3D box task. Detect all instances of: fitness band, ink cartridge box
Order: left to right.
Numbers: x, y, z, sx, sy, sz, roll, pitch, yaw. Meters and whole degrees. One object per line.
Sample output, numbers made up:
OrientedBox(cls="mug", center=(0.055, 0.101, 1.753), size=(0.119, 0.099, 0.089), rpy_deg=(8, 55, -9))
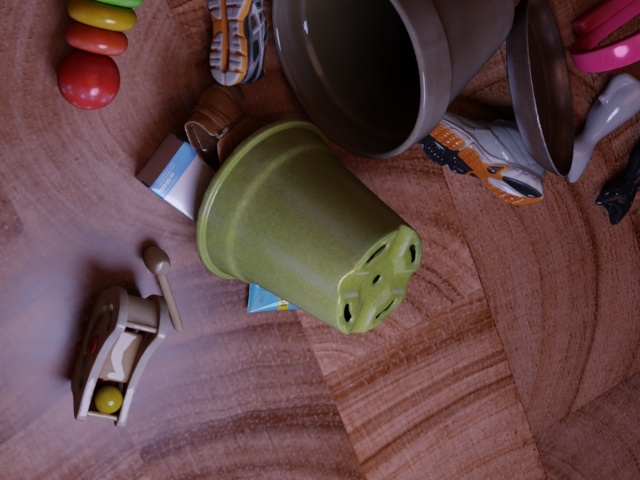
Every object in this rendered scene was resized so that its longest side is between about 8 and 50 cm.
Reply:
OrientedBox(cls="ink cartridge box", center=(-0.190, -0.081, 1.656), size=(0.143, 0.092, 0.090), rpy_deg=(38, 87, -26))
OrientedBox(cls="fitness band", center=(0.548, -0.378, 1.839), size=(0.291, 0.209, 0.054), rpy_deg=(-36, 115, -11))

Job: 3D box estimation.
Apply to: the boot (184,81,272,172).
OrientedBox(cls="boot", center=(-0.123, -0.139, 1.638), size=(0.073, 0.152, 0.197), rpy_deg=(-32, 109, 31))

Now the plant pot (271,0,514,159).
OrientedBox(cls="plant pot", center=(0.132, -0.326, 1.643), size=(0.280, 0.323, 0.323), rpy_deg=(-33, 114, -31))

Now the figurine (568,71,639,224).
OrientedBox(cls="figurine", center=(0.532, -0.164, 1.957), size=(0.215, 0.092, 0.209), rpy_deg=(38, 90, -25))

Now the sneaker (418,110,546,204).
OrientedBox(cls="sneaker", center=(0.276, -0.168, 1.851), size=(0.262, 0.099, 0.121), rpy_deg=(31, 63, -19))

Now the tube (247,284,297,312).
OrientedBox(cls="tube", center=(-0.019, 0.082, 1.799), size=(0.207, 0.052, 0.080), rpy_deg=(3, 90, -18))

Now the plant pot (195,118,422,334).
OrientedBox(cls="plant pot", center=(0.000, 0.000, 1.608), size=(0.276, 0.254, 0.276), rpy_deg=(-34, 144, -30))

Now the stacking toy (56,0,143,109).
OrientedBox(cls="stacking toy", center=(-0.305, -0.345, 1.528), size=(0.141, 0.141, 0.330), rpy_deg=(10, 103, -25))

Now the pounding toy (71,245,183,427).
OrientedBox(cls="pounding toy", center=(-0.265, 0.152, 1.645), size=(0.154, 0.154, 0.270), rpy_deg=(15, 96, -26))

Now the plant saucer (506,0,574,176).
OrientedBox(cls="plant saucer", center=(0.358, -0.255, 1.786), size=(0.050, 0.310, 0.311), rpy_deg=(-7, 111, 23))

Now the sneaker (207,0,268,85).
OrientedBox(cls="sneaker", center=(-0.116, -0.338, 1.642), size=(0.083, 0.084, 0.215), rpy_deg=(0, 98, -53))
